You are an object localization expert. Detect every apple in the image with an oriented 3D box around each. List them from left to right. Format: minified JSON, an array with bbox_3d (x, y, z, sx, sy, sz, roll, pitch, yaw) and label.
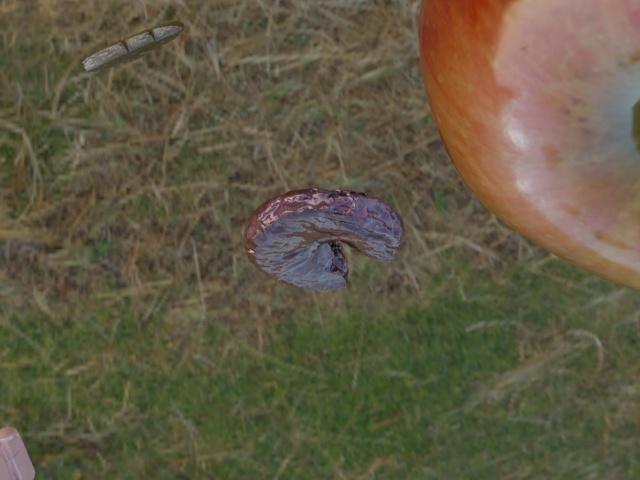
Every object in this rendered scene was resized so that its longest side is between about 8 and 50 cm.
[{"bbox_3d":[0.169,-0.104,0.468,0.242,0.241,0.242,19,143,15],"label":"apple"}]

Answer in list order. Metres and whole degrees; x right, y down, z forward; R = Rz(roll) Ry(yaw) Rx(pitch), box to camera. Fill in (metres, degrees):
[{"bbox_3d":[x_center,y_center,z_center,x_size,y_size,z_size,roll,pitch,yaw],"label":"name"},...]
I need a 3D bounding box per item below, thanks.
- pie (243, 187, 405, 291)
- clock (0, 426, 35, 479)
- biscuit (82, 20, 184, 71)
[{"bbox_3d":[0.000,0.000,1.611,0.204,0.054,0.218,17,145,-25],"label":"pie"},{"bbox_3d":[-0.423,0.279,1.327,0.162,0.166,0.093,-4,115,26],"label":"clock"},{"bbox_3d":[-0.215,-0.218,1.344,0.119,0.130,0.019,-19,99,49],"label":"biscuit"}]
